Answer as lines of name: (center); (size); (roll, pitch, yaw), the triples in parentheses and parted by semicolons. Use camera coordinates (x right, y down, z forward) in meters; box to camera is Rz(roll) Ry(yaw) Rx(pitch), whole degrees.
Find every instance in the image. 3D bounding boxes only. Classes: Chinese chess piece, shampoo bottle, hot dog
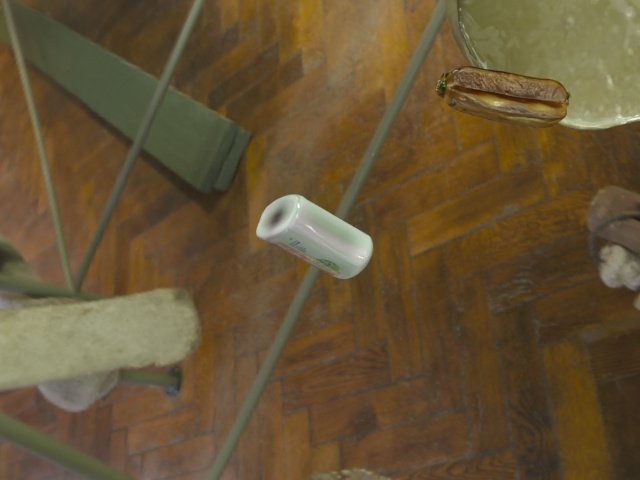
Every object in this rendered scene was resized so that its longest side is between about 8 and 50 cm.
Chinese chess piece: (0.303, -0.289, 0.888); (0.338, 0.338, 0.140); (-49, 8, 25)
shampoo bottle: (0.000, 0.000, 0.731); (0.072, 0.099, 0.043); (-11, 54, 58)
hot dog: (0.159, -0.124, 0.713); (0.037, 0.122, 0.049); (116, 162, -68)
